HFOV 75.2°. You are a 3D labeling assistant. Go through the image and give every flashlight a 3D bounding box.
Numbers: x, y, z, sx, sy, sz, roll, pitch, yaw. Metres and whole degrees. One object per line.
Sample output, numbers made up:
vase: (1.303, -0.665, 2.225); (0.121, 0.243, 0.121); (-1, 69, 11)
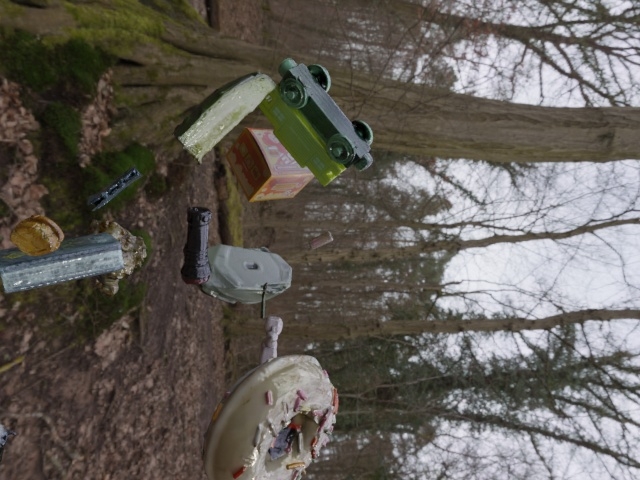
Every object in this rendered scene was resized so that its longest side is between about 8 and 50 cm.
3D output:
flashlight: (-0.366, 0.014, 1.224); (0.093, 0.092, 0.232); (-128, -138, -60)

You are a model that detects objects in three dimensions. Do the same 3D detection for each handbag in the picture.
handbag: (-0.785, -0.200, 1.589); (0.057, 0.221, 0.144); (55, -11, -23)

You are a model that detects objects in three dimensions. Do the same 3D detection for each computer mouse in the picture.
computer mouse: (-0.298, 0.136, 1.564); (0.145, 0.428, 0.228); (-49, -130, 33)

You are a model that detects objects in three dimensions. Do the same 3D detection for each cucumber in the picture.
cucumber: (-0.281, -0.377, 1.188); (0.105, 0.325, 0.145); (48, 0, 30)

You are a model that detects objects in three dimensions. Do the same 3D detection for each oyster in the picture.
oyster: (-0.700, 0.061, 1.374); (0.197, 0.133, 0.337); (42, -46, -1)

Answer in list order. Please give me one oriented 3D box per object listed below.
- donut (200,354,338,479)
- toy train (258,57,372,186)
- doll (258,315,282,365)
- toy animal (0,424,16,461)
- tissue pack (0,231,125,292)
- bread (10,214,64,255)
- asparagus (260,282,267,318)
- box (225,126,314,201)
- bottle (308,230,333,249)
donut: (-0.104, 0.464, 1.018); (0.142, 0.382, 0.383); (26, -59, 39)
toy train: (-0.018, -0.390, 1.427); (0.442, 0.179, 0.272); (50, -38, -6)
doll: (-0.162, 0.323, 1.354); (0.161, 0.059, 0.160); (-118, -143, -80)
toy animal: (-0.546, 0.246, 0.472); (0.251, 0.309, 0.251); (-166, -90, -90)
tissue pack: (-0.653, 0.050, 1.050); (0.185, 0.257, 0.081); (17, -66, 49)
bread: (-0.532, -0.007, 0.780); (0.083, 0.081, 0.046); (-53, -161, 22)
asparagus: (-0.172, 0.181, 1.261); (0.014, 0.015, 0.115); (-81, 177, -82)
box: (-0.217, -0.342, 1.859); (0.214, 0.283, 0.260); (-42, -109, 39)
bottle: (0.000, 0.000, 1.687); (0.045, 0.096, 0.045); (-26, 90, -89)
